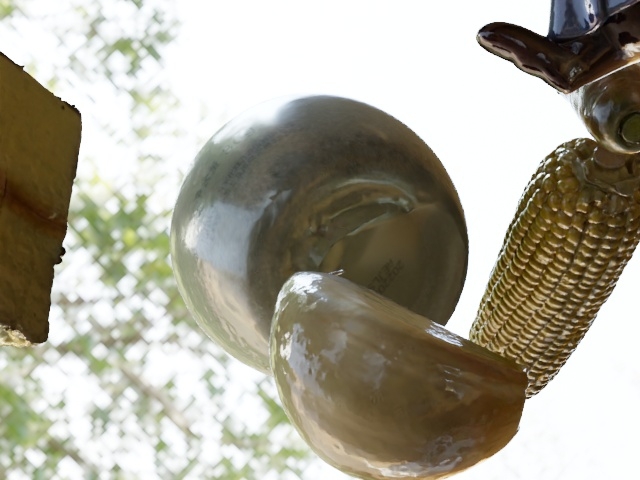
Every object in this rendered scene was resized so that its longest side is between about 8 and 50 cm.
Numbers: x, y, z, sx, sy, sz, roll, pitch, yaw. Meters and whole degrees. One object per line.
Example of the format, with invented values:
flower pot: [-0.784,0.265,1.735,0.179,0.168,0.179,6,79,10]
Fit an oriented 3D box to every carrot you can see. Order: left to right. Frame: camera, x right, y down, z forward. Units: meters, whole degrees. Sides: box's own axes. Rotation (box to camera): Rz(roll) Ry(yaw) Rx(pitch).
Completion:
carrot: [0.288,-0.150,1.722,0.087,0.087,0.193,56,6,-25]

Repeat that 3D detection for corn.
corn: [0.260,0.032,1.906,0.144,0.144,0.387,39,-37,15]

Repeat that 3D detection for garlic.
garlic: [0.045,0.101,1.360,0.245,0.164,0.145,31,-49,33]

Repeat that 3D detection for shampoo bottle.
shampoo bottle: [0.000,0.000,1.878,0.322,0.322,0.317,52,-8,-18]

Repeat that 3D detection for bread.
bread: [-0.269,-0.060,1.308,0.135,0.240,0.178,3,-34,4]

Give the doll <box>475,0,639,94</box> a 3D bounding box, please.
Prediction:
doll: [0.250,-0.297,1.296,0.209,0.317,0.340,-41,119,-79]
